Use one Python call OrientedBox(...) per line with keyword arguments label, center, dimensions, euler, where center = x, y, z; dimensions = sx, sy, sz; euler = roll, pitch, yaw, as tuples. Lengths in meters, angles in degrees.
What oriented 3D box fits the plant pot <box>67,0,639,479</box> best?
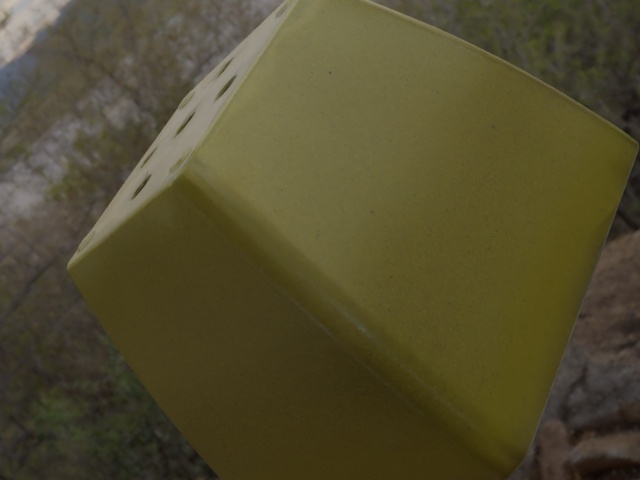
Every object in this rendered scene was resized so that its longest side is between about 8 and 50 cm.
OrientedBox(label="plant pot", center=(0.000, 0.000, 0.601), dimensions=(0.212, 0.187, 0.212), euler=(-31, 25, 52))
